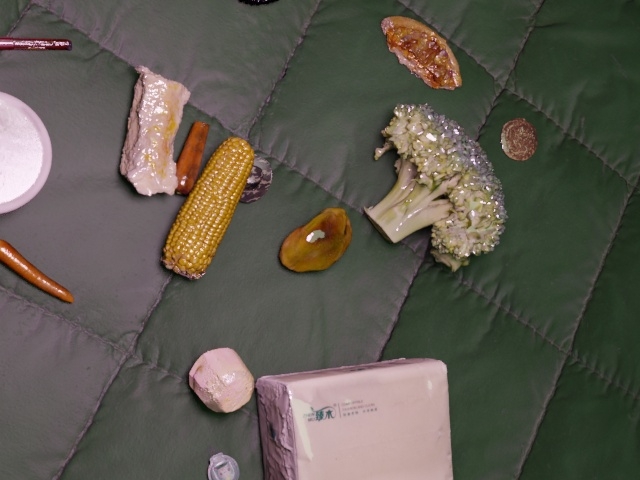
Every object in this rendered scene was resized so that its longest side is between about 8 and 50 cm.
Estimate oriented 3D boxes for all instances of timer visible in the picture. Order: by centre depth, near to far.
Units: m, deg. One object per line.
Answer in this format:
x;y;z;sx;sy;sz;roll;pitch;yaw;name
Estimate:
-0.599;-0.161;1.607;0.233;0.240;0.234;2;85;-25;timer

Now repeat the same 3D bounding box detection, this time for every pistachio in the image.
0.000;0.004;1.948;0.189;0.100;0.110;-35;97;-24;pistachio

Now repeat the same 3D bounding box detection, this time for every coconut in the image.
-0.204;0.278;1.826;0.116;0.122;0.116;-22;133;-26;coconut

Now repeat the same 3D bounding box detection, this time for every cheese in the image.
-0.193;0.496;1.860;0.067;0.026;0.121;-28;98;-24;cheese

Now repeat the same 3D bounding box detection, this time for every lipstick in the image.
-0.575;-0.385;1.754;0.176;0.027;0.027;-5;88;-26;lipstick

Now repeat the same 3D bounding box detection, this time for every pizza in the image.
0.248;-0.447;2.121;0.246;0.058;0.127;48;70;-12;pizza

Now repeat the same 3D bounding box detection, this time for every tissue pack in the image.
0.074;0.412;1.890;0.380;0.207;0.297;-6;89;-25;tissue pack

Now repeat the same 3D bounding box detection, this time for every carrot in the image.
-0.553;0.065;1.727;0.190;0.037;0.037;42;70;-20;carrot
-0.271;-0.171;1.864;0.055;0.055;0.162;22;72;-22;carrot

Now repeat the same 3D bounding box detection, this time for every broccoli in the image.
0.270;-0.116;2.000;0.338;0.277;0.318;23;96;-13;broccoli

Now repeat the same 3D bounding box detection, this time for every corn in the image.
-0.226;-0.069;1.831;0.106;0.106;0.305;27;84;-20;corn

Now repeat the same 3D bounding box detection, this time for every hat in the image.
-0.150;-0.138;1.917;0.121;0.050;0.121;3;83;-27;hat

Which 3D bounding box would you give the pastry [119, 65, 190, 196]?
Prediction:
-0.334;-0.214;1.817;0.121;0.089;0.259;9;83;-26;pastry

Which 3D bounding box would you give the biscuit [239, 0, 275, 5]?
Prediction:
-0.147;-0.604;1.954;0.194;0.053;0.195;2;85;-26;biscuit

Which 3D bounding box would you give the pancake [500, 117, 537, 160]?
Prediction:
0.497;-0.254;2.246;0.114;0.011;0.115;2;85;-25;pancake
